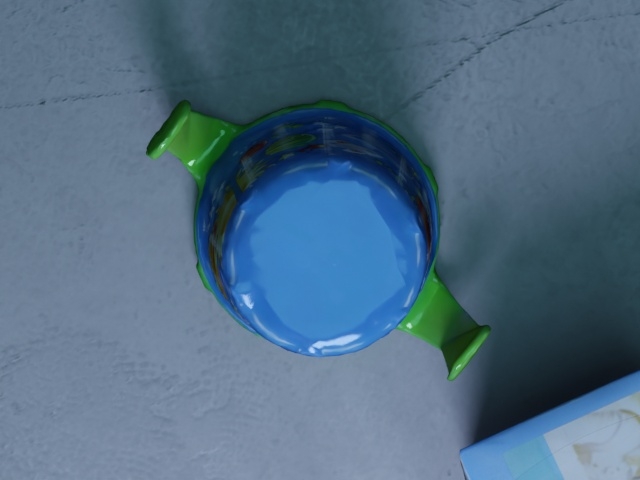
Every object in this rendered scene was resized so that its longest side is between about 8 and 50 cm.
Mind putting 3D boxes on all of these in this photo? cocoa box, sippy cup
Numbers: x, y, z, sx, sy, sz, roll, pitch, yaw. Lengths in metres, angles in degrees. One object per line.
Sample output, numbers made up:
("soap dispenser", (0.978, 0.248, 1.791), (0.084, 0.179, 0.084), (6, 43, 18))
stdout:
("cocoa box", (0.294, 0.306, 1.335), (0.231, 0.228, 0.347), (-25, 72, 1))
("sippy cup", (0.000, 0.000, 1.346), (0.305, 0.224, 0.240), (1, 97, -2))
